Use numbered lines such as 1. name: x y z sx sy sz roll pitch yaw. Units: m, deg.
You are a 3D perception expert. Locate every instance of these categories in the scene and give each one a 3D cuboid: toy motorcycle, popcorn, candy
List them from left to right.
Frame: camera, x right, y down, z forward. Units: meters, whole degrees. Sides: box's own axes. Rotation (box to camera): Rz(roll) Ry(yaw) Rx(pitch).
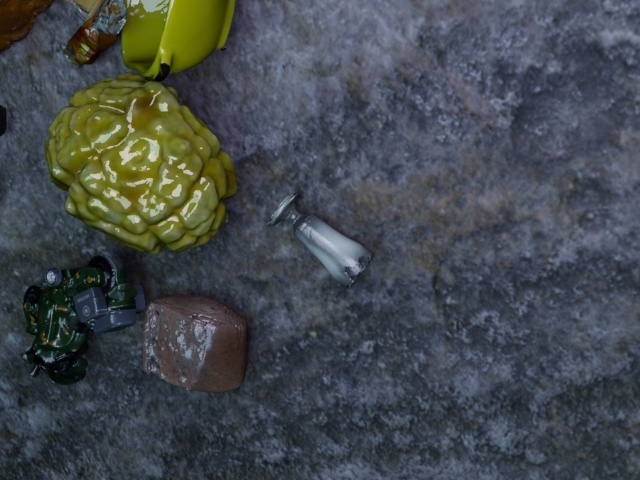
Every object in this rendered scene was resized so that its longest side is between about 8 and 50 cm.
1. toy motorcycle: -0.400 0.134 1.262 0.275 0.125 0.187 -23 79 34
2. candy: -0.341 -0.300 1.143 0.182 0.046 0.053 -21 113 45
3. popcorn: -0.252 -0.104 1.089 0.270 0.258 0.224 29 82 47

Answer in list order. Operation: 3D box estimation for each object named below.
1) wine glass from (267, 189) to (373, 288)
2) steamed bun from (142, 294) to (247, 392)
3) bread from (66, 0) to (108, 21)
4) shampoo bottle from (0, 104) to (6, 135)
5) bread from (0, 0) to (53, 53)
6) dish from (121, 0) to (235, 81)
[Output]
1. wine glass: 0.000 0.000 1.137 0.155 0.072 0.072 39 113 4
2. steamed bun: -0.204 0.163 1.226 0.175 0.106 0.144 11 108 16
3. bread: -0.333 -0.381 1.130 0.072 0.053 0.106 47 127 -4
4. shampoo bottle: -0.629 -0.209 1.271 0.236 0.067 0.068 12 119 13
5. bread: -0.518 -0.401 1.072 0.207 0.279 0.279 46 116 -2
6. dish: -0.185 -0.322 1.039 0.108 0.262 0.221 4 115 -28
